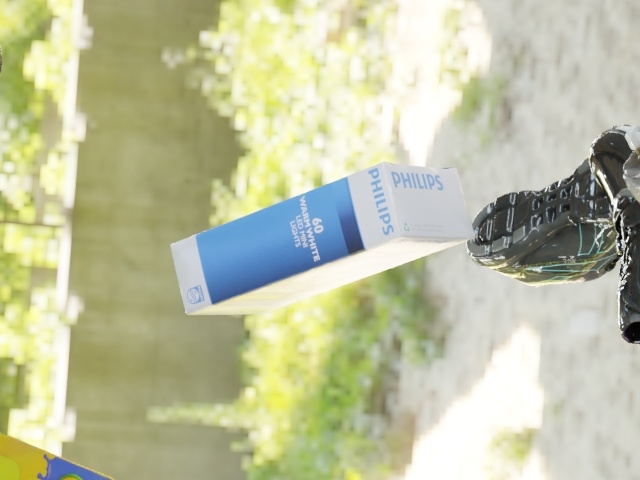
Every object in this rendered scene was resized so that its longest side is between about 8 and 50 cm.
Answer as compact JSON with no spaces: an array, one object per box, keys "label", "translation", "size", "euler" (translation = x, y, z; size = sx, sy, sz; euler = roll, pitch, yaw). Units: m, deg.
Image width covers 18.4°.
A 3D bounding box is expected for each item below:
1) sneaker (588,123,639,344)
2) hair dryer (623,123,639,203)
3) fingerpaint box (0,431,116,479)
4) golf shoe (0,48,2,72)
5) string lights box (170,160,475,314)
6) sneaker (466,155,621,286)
[{"label":"sneaker","translation":[0.291,0.020,1.689],"size":[0.283,0.124,0.107],"euler":[55,166,32]},{"label":"hair dryer","translation":[0.252,-0.157,0.958],"size":[0.080,0.293,0.223],"euler":[32,152,33]},{"label":"fingerpaint box","translation":[-0.443,0.381,1.923],"size":[0.163,0.371,0.445],"euler":[2,70,46]},{"label":"golf shoe","translation":[-0.329,-0.172,1.535],"size":[0.120,0.105,0.273],"euler":[57,-176,37]},{"label":"string lights box","translation":[0.000,0.000,1.892],"size":[0.260,0.133,0.077],"euler":[-20,78,33]},{"label":"sneaker","translation":[0.281,-0.023,2.019],"size":[0.267,0.106,0.101],"euler":[-20,44,37]}]
